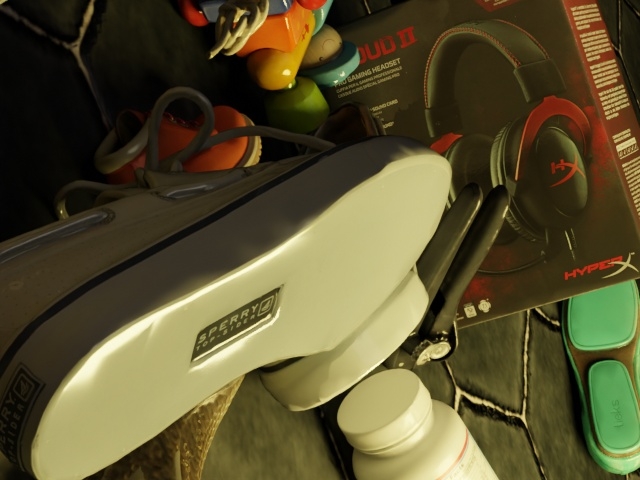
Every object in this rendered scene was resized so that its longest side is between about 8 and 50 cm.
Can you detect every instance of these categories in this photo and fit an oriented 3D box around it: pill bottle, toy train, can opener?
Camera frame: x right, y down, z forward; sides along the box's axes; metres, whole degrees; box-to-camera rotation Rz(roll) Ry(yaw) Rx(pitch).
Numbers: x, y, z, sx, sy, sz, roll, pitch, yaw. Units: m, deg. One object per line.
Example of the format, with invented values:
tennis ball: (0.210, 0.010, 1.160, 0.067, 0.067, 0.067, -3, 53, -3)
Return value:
pill bottle: (0.077, 0.172, 1.151, 0.160, 0.087, 0.087, 58, 28, -26)
toy train: (-0.034, -0.132, 1.129, 0.248, 0.105, 0.143, -72, 151, -51)
can opener: (0.088, 0.029, 1.200, 0.059, 0.186, 0.073, -10, 51, -32)

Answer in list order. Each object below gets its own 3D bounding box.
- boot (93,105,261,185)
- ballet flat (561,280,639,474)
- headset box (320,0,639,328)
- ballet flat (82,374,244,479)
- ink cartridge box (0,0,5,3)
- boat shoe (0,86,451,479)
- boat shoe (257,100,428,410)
boot: (-0.089, -0.058, 1.004, 0.085, 0.059, 0.158, 57, 30, -19)
ballet flat: (0.294, 0.130, 1.653, 0.087, 0.083, 0.247, 78, 9, -57)
headset box: (0.133, -0.091, 1.285, 0.110, 0.218, 0.293, -23, 95, -65)
ballet flat: (-0.092, 0.110, 0.894, 0.084, 0.058, 0.250, 20, 38, -11)
ink cartridge box: (-0.268, -0.200, 0.734, 0.239, 0.060, 0.275, -41, 112, -36)
boat shoe: (-0.078, 0.001, 0.875, 0.367, 0.156, 0.136, -29, 145, -46)
boat shoe: (0.000, 0.000, 1.103, 0.119, 0.121, 0.335, 56, 18, -15)
